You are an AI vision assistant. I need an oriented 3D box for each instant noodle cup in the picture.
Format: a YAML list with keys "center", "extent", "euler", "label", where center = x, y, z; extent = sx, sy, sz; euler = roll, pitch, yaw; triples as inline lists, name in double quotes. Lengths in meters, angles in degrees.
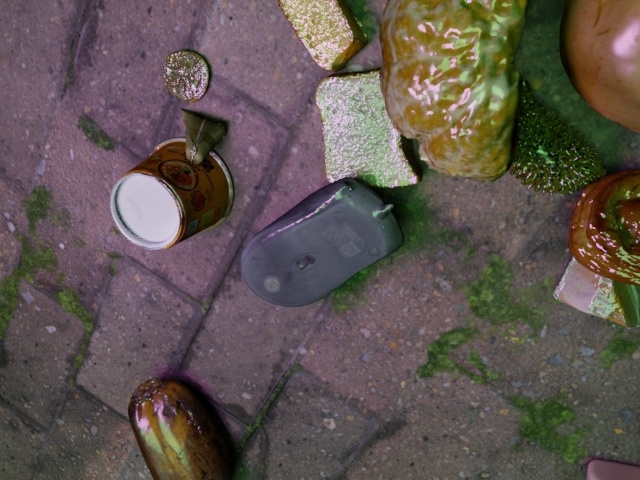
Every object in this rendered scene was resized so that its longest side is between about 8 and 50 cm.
- center: [-0.312, -0.087, 1.153]
  extent: [0.216, 0.172, 0.216]
  euler: [7, 115, 16]
  label: "instant noodle cup"

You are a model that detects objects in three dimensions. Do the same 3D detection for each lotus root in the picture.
- center: [-0.346, 0.528, 1.420]
  extent: [0.196, 0.179, 0.397]
  euler: [-17, 105, 27]
  label: "lotus root"

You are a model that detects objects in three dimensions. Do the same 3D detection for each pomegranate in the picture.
- center: [0.480, -0.298, 0.730]
  extent: [0.319, 0.319, 0.319]
  euler: [7, 114, 16]
  label: "pomegranate"

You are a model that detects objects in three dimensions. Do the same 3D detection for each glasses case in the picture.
- center: [0.640, 0.495, 1.123]
  extent: [0.196, 0.083, 0.050]
  euler: [6, 113, 18]
  label: "glasses case"

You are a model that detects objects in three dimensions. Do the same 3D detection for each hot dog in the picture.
- center: [0.553, -0.008, 0.898]
  extent: [0.272, 0.122, 0.196]
  euler: [15, 79, 7]
  label: "hot dog"

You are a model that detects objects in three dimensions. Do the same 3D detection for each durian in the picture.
- center: [0.363, -0.154, 0.940]
  extent: [0.137, 0.095, 0.221]
  euler: [-42, 88, 28]
  label: "durian"

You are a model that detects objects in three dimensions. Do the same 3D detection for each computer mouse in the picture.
- center: [0.000, 0.000, 1.106]
  extent: [0.371, 0.122, 0.188]
  euler: [-30, 114, 32]
  label: "computer mouse"

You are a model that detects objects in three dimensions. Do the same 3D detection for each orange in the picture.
- center: [0.193, -0.268, 0.826]
  extent: [0.210, 0.271, 0.369]
  euler: [-1, 105, 0]
  label: "orange"

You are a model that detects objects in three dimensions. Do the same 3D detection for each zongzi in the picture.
- center: [-0.263, -0.213, 1.126]
  extent: [0.113, 0.104, 0.052]
  euler: [27, 146, 9]
  label: "zongzi"

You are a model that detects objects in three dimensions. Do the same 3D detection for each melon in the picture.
- center: [0.485, 0.082, 1.000]
  extent: [0.139, 0.093, 0.202]
  euler: [-19, 98, 33]
  label: "melon"

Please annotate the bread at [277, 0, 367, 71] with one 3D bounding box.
- center: [0.001, -0.391, 0.983]
  extent: [0.103, 0.065, 0.187]
  euler: [-23, 101, 31]
  label: "bread"

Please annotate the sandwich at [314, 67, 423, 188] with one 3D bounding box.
- center: [0.090, -0.204, 1.027]
  extent: [0.186, 0.065, 0.215]
  euler: [1, 112, 19]
  label: "sandwich"

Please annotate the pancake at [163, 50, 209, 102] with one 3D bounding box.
- center: [-0.270, -0.331, 1.124]
  extent: [0.108, 0.017, 0.108]
  euler: [6, 110, 17]
  label: "pancake"
